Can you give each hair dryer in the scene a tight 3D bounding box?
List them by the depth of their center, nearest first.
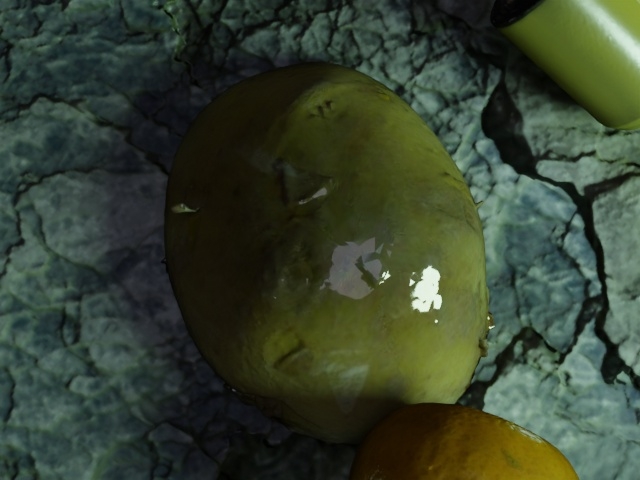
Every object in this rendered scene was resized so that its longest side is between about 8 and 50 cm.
[{"bbox_3d":[0.250,-0.226,0.766,0.135,0.090,0.279,37,71,-17],"label":"hair dryer"}]

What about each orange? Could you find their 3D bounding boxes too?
[{"bbox_3d":[0.093,0.175,0.654,0.156,0.156,0.124,20,78,3],"label":"orange"}]

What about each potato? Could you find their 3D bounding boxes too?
[{"bbox_3d":[0.000,0.000,0.715,0.239,0.116,0.299,-18,79,0],"label":"potato"}]
